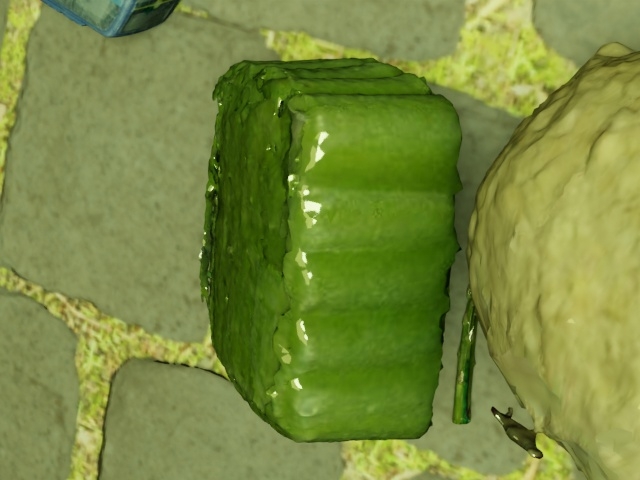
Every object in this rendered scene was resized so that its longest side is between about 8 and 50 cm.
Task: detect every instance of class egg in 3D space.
[{"bbox_3d":[0.215,0.022,0.549,0.310,0.279,0.279,38,116,33],"label":"egg"}]

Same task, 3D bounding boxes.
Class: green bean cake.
[{"bbox_3d":[0.000,0.000,0.673,0.113,0.200,0.214,-1,103,-18],"label":"green bean cake"}]

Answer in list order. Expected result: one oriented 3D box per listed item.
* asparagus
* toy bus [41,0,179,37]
[{"bbox_3d":[0.099,0.067,0.748,0.015,0.014,0.114,2,105,-9],"label":"asparagus"},{"bbox_3d":[-0.196,-0.229,0.799,0.236,0.079,0.094,34,129,16],"label":"toy bus"}]
